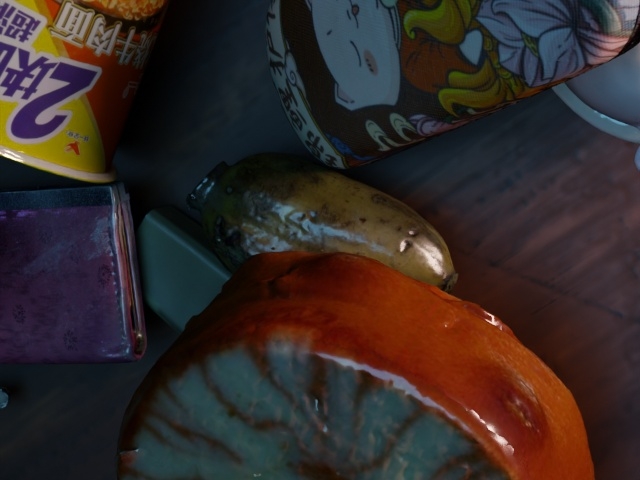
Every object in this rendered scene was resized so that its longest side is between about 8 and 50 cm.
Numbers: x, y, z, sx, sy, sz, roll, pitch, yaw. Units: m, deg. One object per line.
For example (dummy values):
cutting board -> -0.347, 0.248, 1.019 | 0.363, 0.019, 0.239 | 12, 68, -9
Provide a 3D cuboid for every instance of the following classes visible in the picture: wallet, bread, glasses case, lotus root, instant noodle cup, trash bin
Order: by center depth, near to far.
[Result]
glasses case -> 0.066, -0.124, 0.958 | 0.321, 0.082, 0.122 | -21, 91, 58
bread -> 0.016, 0.172, 1.044 | 0.295, 0.114, 0.328 | 29, 123, 8
instant noodle cup -> -0.184, -0.157, 1.063 | 0.213, 0.213, 0.174 | 29, 98, 14
lotus root -> 0.000, 0.000, 1.075 | 0.179, 0.080, 0.089 | 22, 105, 11
trash bin -> -0.084, 0.025, 1.132 | 0.092, 0.043, 0.061 | 39, 109, 14
wallet -> -0.219, 0.025, 1.167 | 0.232, 0.025, 0.119 | -3, 99, 32

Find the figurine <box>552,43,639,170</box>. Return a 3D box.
figurine -> 0.189, -0.159, 0.964 | 0.162, 0.141, 0.237 | -3, 106, 20

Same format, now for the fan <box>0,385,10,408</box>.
fan -> -0.384, 0.150, 1.235 | 0.294, 0.012, 0.223 | 15, 125, -7
